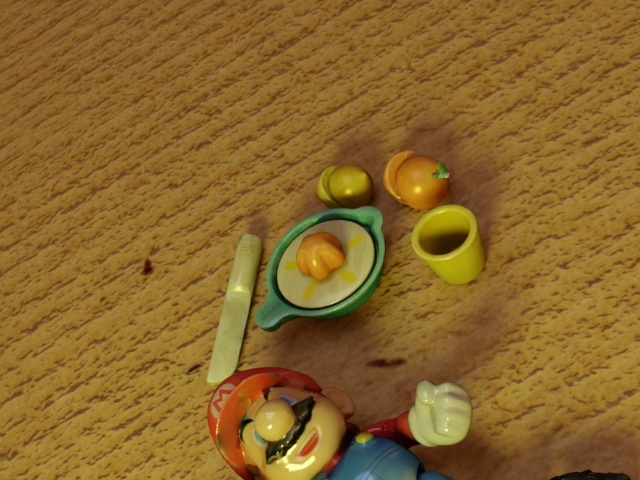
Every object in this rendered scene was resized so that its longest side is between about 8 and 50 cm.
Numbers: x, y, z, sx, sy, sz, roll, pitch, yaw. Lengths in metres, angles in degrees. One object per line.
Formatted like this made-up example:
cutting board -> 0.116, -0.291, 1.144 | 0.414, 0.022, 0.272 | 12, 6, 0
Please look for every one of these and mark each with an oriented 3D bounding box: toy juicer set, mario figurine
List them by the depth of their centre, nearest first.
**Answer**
mario figurine -> 0.018, 0.204, 1.047 | 0.320, 0.170, 0.198 | 27, 36, 32
toy juicer set -> 0.000, 0.000, 1.279 | 0.329, 0.089, 0.209 | -24, 47, 11

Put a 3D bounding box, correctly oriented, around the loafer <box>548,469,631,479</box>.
loafer -> 0.220, 0.281, 0.945 | 0.078, 0.076, 0.223 | -18, 44, 26
